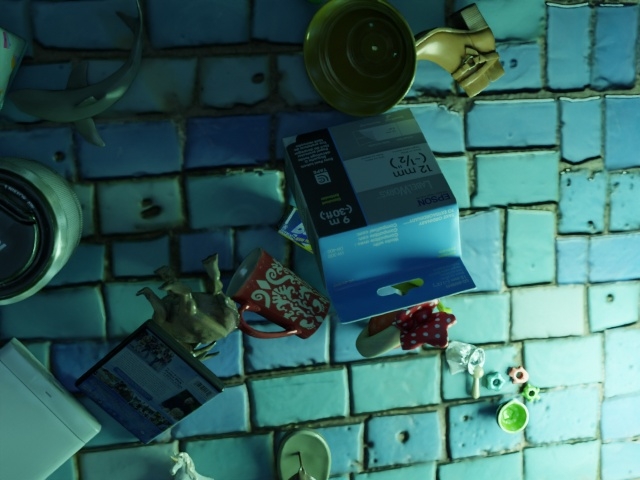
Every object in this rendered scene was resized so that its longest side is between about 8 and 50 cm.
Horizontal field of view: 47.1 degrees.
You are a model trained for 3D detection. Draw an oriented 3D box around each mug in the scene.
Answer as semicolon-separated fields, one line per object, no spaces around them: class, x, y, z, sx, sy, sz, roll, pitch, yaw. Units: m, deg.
mug;-0.085;0.118;1.366;0.169;0.113;0.150;34;80;-17

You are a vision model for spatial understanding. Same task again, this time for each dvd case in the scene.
dvd case;-0.310;0.259;1.317;0.180;0.022;0.253;45;124;-12

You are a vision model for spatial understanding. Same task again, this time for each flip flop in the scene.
flip flop;-0.039;0.502;1.439;0.112;0.080;0.277;8;96;-11

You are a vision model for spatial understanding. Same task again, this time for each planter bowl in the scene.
planter bowl;0.084;-0.341;1.325;0.217;0.090;0.217;11;119;22

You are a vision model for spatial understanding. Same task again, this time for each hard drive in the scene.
hard drive;-0.615;0.379;1.335;0.353;0.047;0.233;-41;102;-2

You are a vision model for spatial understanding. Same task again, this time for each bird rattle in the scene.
bird rattle;0.157;0.156;1.357;0.207;0.253;0.143;-36;103;21

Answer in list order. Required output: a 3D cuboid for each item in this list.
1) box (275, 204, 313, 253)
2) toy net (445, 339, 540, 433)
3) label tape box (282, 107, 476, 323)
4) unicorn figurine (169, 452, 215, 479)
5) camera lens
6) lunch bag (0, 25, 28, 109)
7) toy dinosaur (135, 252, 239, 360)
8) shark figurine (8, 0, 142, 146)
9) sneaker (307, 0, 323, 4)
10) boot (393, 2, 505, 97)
box;0.000;0.000;1.393;0.169;0.054;0.059;32;91;-13
toy net;0.354;0.281;1.499;0.122;0.045;0.232;-44;102;-2
label tape box;0.097;-0.052;1.273;0.249;0.348;0.115;-14;144;-8
unicorn figurine;-0.251;0.471;1.414;0.162;0.060;0.111;27;91;-29
camera lens;-0.507;-0.024;1.184;0.219;0.274;0.220;-1;97;-10
lunch bag;-0.606;-0.245;1.164;0.160;0.223;0.262;27;94;-7
toy dinosaur;-0.219;0.145;1.297;0.127;0.295;0.200;-42;111;-48
shark figurine;-0.377;-0.271;1.261;0.278;0.116;0.166;-39;104;-1
sneaker;0.115;-0.503;1.325;0.343;0.134;0.146;-9;113;-6
boot;0.248;-0.336;1.387;0.197;0.073;0.152;-30;106;-3
